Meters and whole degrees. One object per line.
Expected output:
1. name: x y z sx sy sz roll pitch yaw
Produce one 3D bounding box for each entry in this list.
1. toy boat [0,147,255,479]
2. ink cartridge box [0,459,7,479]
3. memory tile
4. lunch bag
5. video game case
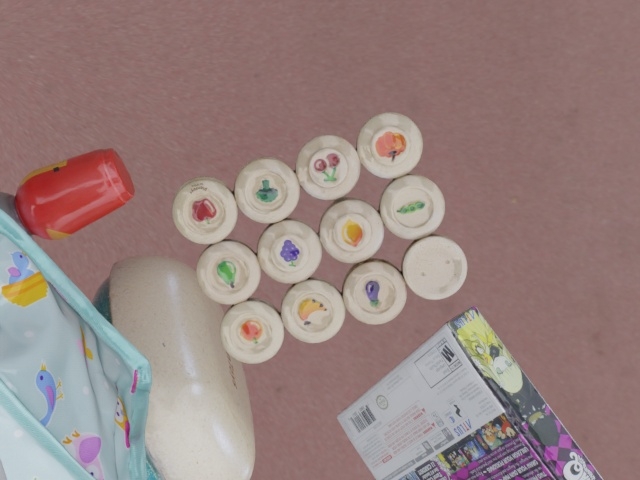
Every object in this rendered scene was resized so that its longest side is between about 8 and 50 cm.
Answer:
1. toy boat: -0.171 0.072 0.877 0.148 0.267 0.318 -24 122 3
2. ink cartridge box: -0.109 0.139 0.278 0.062 0.209 0.109 -39 145 3
3. memory tile: 0.000 0.000 0.595 0.148 0.012 0.113 -20 98 1
4. lunch bag: -0.256 0.080 0.612 0.223 0.160 0.262 -23 130 14
5. video game case: 0.126 0.191 0.899 0.042 0.232 0.210 -28 76 -33
